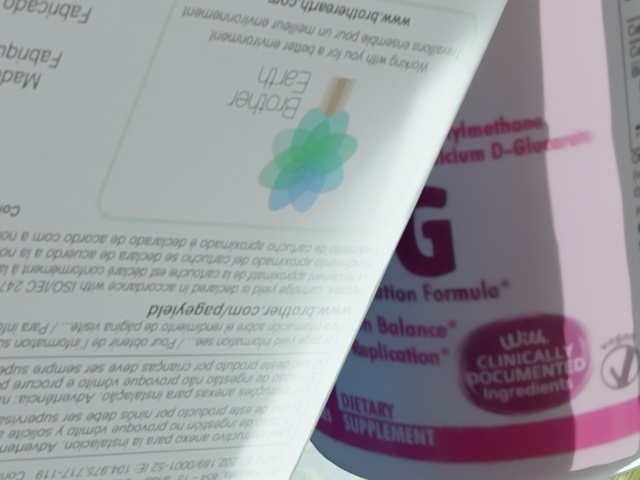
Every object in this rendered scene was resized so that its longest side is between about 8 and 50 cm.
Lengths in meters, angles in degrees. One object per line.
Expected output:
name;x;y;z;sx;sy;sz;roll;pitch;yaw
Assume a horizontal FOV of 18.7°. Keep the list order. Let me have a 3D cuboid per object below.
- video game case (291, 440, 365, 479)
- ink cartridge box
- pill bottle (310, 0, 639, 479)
video game case;0.003;0.054;0.861;0.329;0.036;0.300;18;103;-46
ink cartridge box;-0.144;0.046;0.548;0.270;0.151;0.395;2;117;-46
pill bottle;0.054;-0.067;0.689;0.160;0.160;0.283;-26;116;-43
